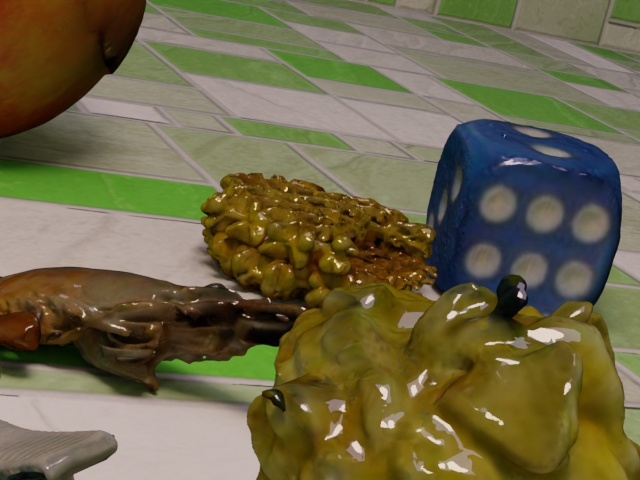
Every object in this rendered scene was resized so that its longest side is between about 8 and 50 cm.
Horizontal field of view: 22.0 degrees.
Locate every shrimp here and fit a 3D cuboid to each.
[{"bbox_3d":[-0.118,0.063,1.020,0.262,0.066,0.117,6,25,27],"label":"shrimp"}]

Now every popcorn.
[{"bbox_3d":[0.066,0.097,0.805,0.189,0.169,0.218,-9,33,11],"label":"popcorn"}]

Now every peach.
[{"bbox_3d":[-0.342,-0.252,1.457,0.370,0.370,0.370,13,15,-4],"label":"peach"}]

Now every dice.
[{"bbox_3d":[0.173,-0.019,1.413,0.143,0.146,0.146,10,16,-8],"label":"dice"}]

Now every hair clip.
[{"bbox_3d":[-0.206,0.093,0.835,0.218,0.071,0.159,18,17,31],"label":"hair clip"}]

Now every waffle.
[{"bbox_3d":[0.000,0.000,1.332,0.197,0.070,0.193,14,14,3],"label":"waffle"}]
